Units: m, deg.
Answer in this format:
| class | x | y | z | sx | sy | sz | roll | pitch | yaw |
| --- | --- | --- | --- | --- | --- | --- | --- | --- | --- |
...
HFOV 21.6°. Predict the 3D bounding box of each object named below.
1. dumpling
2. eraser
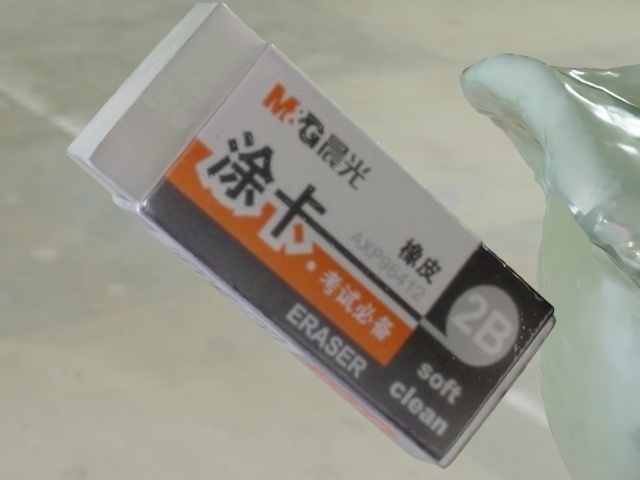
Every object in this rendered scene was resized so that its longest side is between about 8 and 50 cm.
| class | x | y | z | sx | sy | sz | roll | pitch | yaw |
| --- | --- | --- | --- | --- | --- | --- | --- | --- | --- |
| dumpling | 0.175 | 0.045 | 0.557 | 0.270 | 0.320 | 0.212 | 3 | 47 | 29 |
| eraser | 0.000 | 0.000 | 0.410 | 0.122 | 0.052 | 0.029 | 43 | -9 | -22 |
